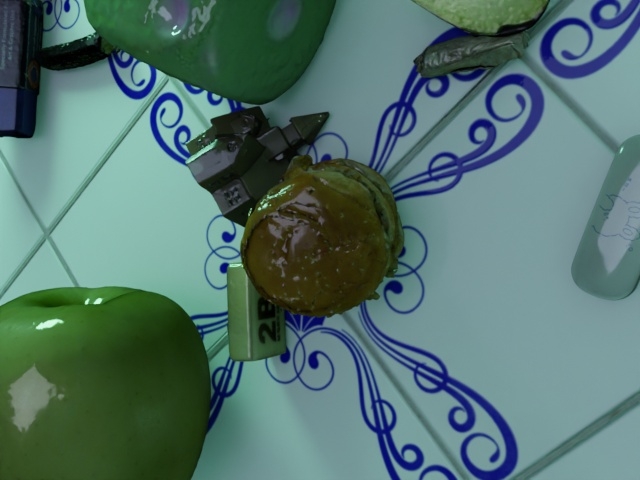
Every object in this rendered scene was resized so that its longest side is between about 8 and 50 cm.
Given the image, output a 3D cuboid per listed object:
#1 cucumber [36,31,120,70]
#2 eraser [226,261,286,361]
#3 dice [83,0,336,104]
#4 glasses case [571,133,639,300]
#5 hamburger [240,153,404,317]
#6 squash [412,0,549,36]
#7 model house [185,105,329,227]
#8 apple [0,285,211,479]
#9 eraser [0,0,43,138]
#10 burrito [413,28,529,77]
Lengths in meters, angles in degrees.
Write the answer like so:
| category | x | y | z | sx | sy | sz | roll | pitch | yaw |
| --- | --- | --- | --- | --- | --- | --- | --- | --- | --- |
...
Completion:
| category | x | y | z | sx | sy | sz | roll | pitch | yaw |
| --- | --- | --- | --- | --- | --- | --- | --- | --- | --- |
| cucumber | -0.540 | -0.413 | 1.483 | 0.245 | 0.067 | 0.067 | -7 | 86 | 32 |
| eraser | -0.112 | 0.124 | 1.200 | 0.058 | 0.117 | 0.172 | -3 | 88 | 30 |
| dice | -0.180 | -0.434 | 1.121 | 0.330 | 0.318 | 0.322 | 35 | 107 | 23 |
| glasses case | 0.423 | -0.031 | 0.928 | 0.092 | 0.059 | 0.233 | 24 | 102 | 26 |
| hamburger | 0.008 | 0.003 | 1.074 | 0.245 | 0.211 | 0.260 | 37 | 108 | 4 |
| squash | 0.239 | -0.425 | 0.977 | 0.237 | 0.204 | 0.155 | -54 | 32 | 21 |
| model house | -0.095 | -0.165 | 1.185 | 0.248 | 0.176 | 0.180 | -32 | 74 | 9 |
| apple | -0.419 | 0.295 | 1.201 | 0.474 | 0.474 | 0.473 | 0 | 90 | 30 |
| eraser | -0.731 | -0.407 | 1.542 | 0.155 | 0.101 | 0.332 | 4 | 91 | 0 |
| burrito | 0.230 | -0.289 | 1.050 | 0.188 | 0.045 | 0.058 | -1 | 64 | 32 |
